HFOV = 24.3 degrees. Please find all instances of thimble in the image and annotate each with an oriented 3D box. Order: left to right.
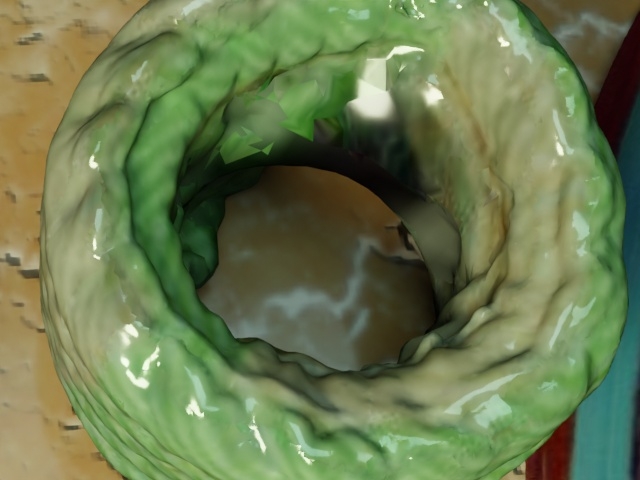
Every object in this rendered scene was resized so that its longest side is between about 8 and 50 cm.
[{"bbox_3d":[0.000,0.000,0.561,0.218,0.150,0.219,3,72,-10],"label":"thimble"}]

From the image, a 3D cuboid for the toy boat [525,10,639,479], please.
[{"bbox_3d":[0.174,-0.009,0.644,0.136,0.079,0.392,18,72,-7],"label":"toy boat"}]
